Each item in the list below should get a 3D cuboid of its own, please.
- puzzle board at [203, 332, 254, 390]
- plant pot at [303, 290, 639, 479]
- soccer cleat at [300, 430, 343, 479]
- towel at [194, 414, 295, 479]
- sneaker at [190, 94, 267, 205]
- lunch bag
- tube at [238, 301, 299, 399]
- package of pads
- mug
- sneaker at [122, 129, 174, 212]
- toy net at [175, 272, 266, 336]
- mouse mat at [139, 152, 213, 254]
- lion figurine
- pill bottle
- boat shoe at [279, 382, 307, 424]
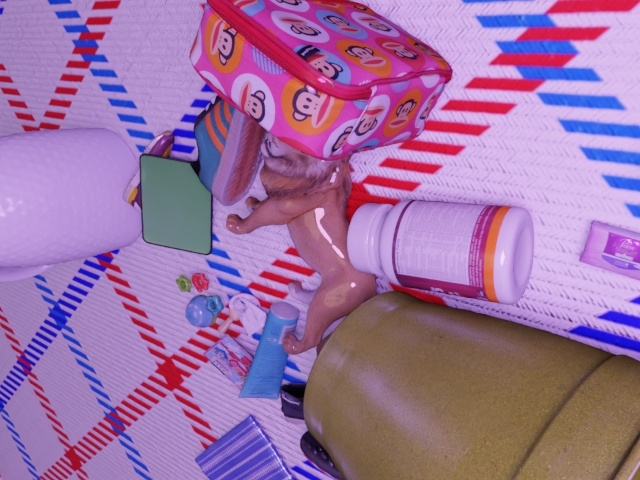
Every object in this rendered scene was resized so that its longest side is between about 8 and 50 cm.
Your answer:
[{"bbox_3d":[-0.162,0.247,1.053,0.128,0.011,0.096,45,126,-5],"label":"puzzle board"},{"bbox_3d":[0.175,0.238,0.645,0.353,0.366,0.367,27,118,41],"label":"plant pot"},{"bbox_3d":[0.099,0.403,0.873,0.318,0.108,0.117,14,114,31],"label":"soccer cleat"},{"bbox_3d":[-0.117,0.551,1.112,0.243,0.040,0.336,-44,75,35],"label":"towel"},{"bbox_3d":[-0.145,-0.205,0.884,0.121,0.108,0.302,39,123,17],"label":"sneaker"},{"bbox_3d":[-0.003,-0.222,0.660,0.258,0.293,0.120,42,128,20],"label":"lunch bag"},{"bbox_3d":[-0.090,0.212,0.986,0.052,0.080,0.207,-113,36,-61],"label":"tube"},{"bbox_3d":[0.349,0.012,0.624,0.083,0.032,0.050,21,115,31],"label":"package of pads"},{"bbox_3d":[-0.599,-0.049,1.123,0.276,0.328,0.374,48,125,17],"label":"mug"},{"bbox_3d":[-0.316,-0.129,1.067,0.084,0.069,0.185,36,119,-3],"label":"sneaker"},{"bbox_3d":[-0.185,0.120,1.045,0.232,0.045,0.122,0,100,35],"label":"toy net"},{"bbox_3d":[-0.278,-0.067,1.041,0.152,0.007,0.190,11,116,10],"label":"mouse mat"},{"bbox_3d":[0.000,0.000,0.836,0.240,0.142,0.392,-22,103,31],"label":"lion figurine"},{"bbox_3d":[0.154,0.008,0.711,0.221,0.121,0.121,7,107,35],"label":"pill bottle"},{"bbox_3d":[0.004,0.275,0.926,0.206,0.075,0.065,-15,96,43],"label":"boat shoe"}]
